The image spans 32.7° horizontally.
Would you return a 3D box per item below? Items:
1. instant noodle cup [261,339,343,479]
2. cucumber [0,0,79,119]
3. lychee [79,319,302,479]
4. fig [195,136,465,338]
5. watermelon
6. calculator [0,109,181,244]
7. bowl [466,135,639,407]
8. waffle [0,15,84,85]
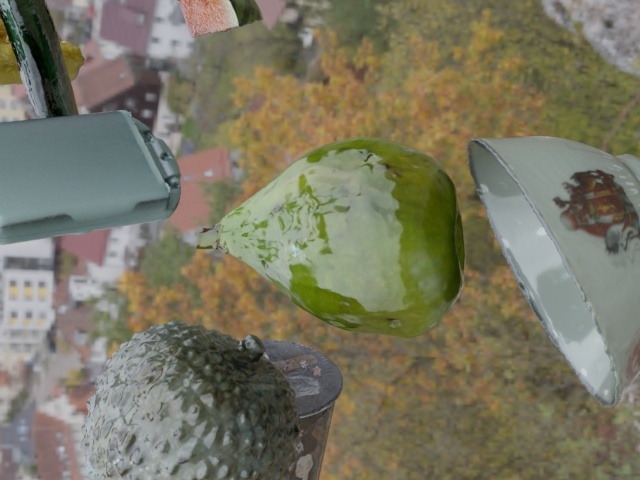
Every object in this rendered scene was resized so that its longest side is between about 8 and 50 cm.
[{"bbox_3d":[-0.080,0.297,1.730,0.217,0.217,0.207,-126,35,-56],"label":"instant noodle cup"},{"bbox_3d":[-0.301,-0.199,1.160,0.284,0.056,0.056,80,173,-47],"label":"cucumber"},{"bbox_3d":[-0.155,0.225,1.304,0.274,0.255,0.255,-59,29,7],"label":"lychee"},{"bbox_3d":[0.019,-0.018,1.239,0.233,0.314,0.233,22,-90,-85],"label":"fig"},{"bbox_3d":[-0.144,-0.304,1.403,0.094,0.135,0.125,-50,6,19],"label":"watermelon"},{"bbox_3d":[-0.257,-0.067,1.099,0.141,0.246,0.045,59,141,27],"label":"calculator"},{"bbox_3d":[0.308,0.002,1.218,0.337,0.157,0.337,63,180,0],"label":"bowl"},{"bbox_3d":[-0.442,-0.268,1.319,0.248,0.221,0.055,40,115,22],"label":"waffle"}]
